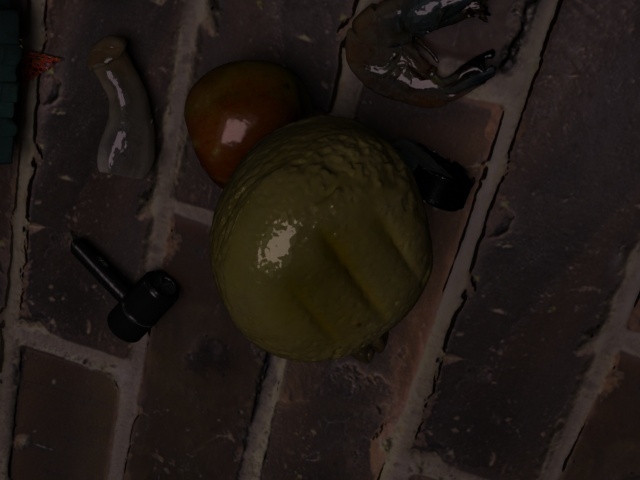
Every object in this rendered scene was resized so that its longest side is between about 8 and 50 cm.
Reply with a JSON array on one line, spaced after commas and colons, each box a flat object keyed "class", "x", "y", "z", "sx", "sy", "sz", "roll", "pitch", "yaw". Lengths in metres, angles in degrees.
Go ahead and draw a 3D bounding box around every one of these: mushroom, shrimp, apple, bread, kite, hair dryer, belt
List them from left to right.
[{"class": "kite", "x": -0.530, "y": -0.283, "z": 1.366, "sx": 0.222, "sy": 0.008, "sz": 0.125, "roll": -31, "pitch": 101, "yaw": 22}, {"class": "hair dryer", "x": -0.353, "y": 0.060, "z": 1.436, "sx": 0.219, "sy": 0.071, "sz": 0.124, "roll": 45, "pitch": 112, "yaw": 3}, {"class": "mushroom", "x": -0.308, "y": -0.205, "z": 1.307, "sx": 0.092, "sy": 0.081, "sz": 0.223, "roll": -4, "pitch": 108, "yaw": -6}, {"class": "apple", "x": -0.098, "y": -0.168, "z": 1.213, "sx": 0.196, "sy": 0.196, "sz": 0.195, "roll": 5, "pitch": 112, "yaw": 12}, {"class": "bread", "x": 0.003, "y": 0.007, "z": 1.109, "sx": 0.321, "sy": 0.237, "sz": 0.320, "roll": -8, "pitch": 131, "yaw": -10}, {"class": "belt", "x": 0.156, "y": -0.095, "z": 1.226, "sx": 0.140, "sy": 0.105, "sz": 0.058, "roll": 33, "pitch": 115, "yaw": 10}, {"class": "shrimp", "x": 0.175, "y": -0.278, "z": 1.171, "sx": 0.289, "sy": 0.075, "sz": 0.178, "roll": -22, "pitch": 113, "yaw": 19}]

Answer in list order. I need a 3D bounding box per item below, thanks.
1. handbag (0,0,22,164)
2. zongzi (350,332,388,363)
[{"class": "handbag", "x": -0.599, "y": -0.240, "z": 1.267, "sx": 0.100, "sy": 0.274, "sz": 0.268, "roll": 45, "pitch": 135, "yaw": 42}, {"class": "zongzi", "x": 0.058, "y": 0.038, "z": 1.307, "sx": 0.228, "sy": 0.115, "sz": 0.256, "roll": 37, "pitch": 105, "yaw": -5}]
